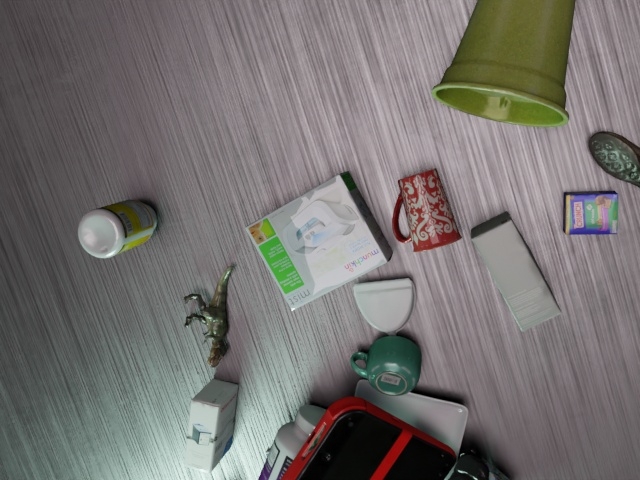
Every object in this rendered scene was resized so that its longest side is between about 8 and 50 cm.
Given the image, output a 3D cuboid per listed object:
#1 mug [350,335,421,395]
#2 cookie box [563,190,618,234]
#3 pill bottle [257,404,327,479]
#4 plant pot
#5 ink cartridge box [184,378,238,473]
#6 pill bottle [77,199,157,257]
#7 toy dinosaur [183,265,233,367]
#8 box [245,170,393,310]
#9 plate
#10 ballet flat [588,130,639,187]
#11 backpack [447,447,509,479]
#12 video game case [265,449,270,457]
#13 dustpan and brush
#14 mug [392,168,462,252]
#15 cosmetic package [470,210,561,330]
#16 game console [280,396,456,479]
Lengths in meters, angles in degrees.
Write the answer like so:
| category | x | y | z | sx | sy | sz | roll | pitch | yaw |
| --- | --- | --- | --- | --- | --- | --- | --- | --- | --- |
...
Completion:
| category | x | y | z | sx | sy | sz | roll | pitch | yaw |
| --- | --- | --- | --- | --- | --- | --- | --- | --- | --- |
| mug | 0.162 | 0.312 | 1.532 | 0.158 | 0.097 | 0.129 | -28 | 114 | 27 |
| cookie box | 0.591 | -0.060 | 1.406 | 0.107 | 0.040 | 0.091 | -1 | 102 | 14 |
| pill bottle | -0.054 | 0.586 | 1.604 | 0.182 | 0.181 | 0.323 | 23 | 99 | 7 |
| plant pot | 0.390 | -0.389 | 1.291 | 0.276 | 0.276 | 0.253 | 15 | 92 | 10 |
| ink cartridge box | -0.281 | 0.478 | 1.664 | 0.082 | 0.139 | 0.190 | 10 | 103 | 13 |
| pill bottle | -0.485 | -0.035 | 1.565 | 0.117 | 0.215 | 0.117 | 3 | 102 | 12 |
| toy dinosaur | -0.290 | 0.187 | 1.651 | 0.118 | 0.064 | 0.268 | 8 | 101 | 4 |
| box | 0.000 | 0.000 | 1.512 | 0.262 | 0.127 | 0.231 | -28 | 92 | 16 |
| plate | 0.207 | 0.500 | 1.597 | 0.277 | 0.045 | 0.278 | 12 | 100 | 15 |
| ballet flat | 0.686 | -0.154 | 1.363 | 0.250 | 0.058 | 0.084 | 36 | 142 | 9 |
| backpack | 0.381 | 0.596 | 1.517 | 0.182 | 0.115 | 0.152 | 34 | 92 | -37 |
| video game case | -0.090 | 0.614 | 1.715 | 0.087 | 0.011 | 0.122 | -15 | 98 | 15 |
| dustpan and brush | 0.167 | 0.198 | 1.555 | 0.147 | 0.060 | 0.211 | -7 | 93 | 15 |
| mug | 0.225 | -0.065 | 1.455 | 0.150 | 0.113 | 0.169 | -16 | 94 | 14 |
| cosmetic package | 0.431 | 0.064 | 1.425 | 0.107 | 0.127 | 0.238 | -31 | 92 | 16 |
| game console | 0.089 | 0.583 | 1.510 | 0.342 | 0.060 | 0.386 | 31 | 97 | -17 |
